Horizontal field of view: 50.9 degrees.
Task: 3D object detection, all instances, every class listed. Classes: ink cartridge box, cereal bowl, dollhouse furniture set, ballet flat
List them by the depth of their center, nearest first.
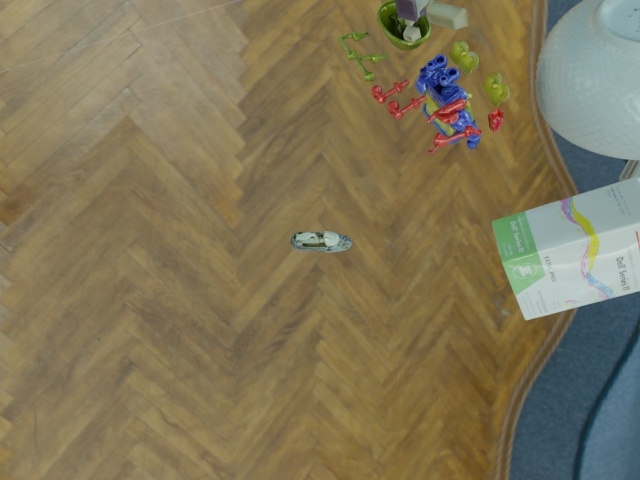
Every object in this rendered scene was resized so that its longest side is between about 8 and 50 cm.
[{"bbox_3d":[0.495,-0.285,1.001,0.339,0.339,0.141,-49,143,-21],"label":"cereal bowl"},{"bbox_3d":[0.187,-0.349,1.023,0.081,0.114,0.091,-51,148,-17],"label":"dollhouse furniture set"},{"bbox_3d":[0.000,0.000,1.220,0.115,0.041,0.041,-1,101,5],"label":"ballet flat"},{"bbox_3d":[0.540,0.013,1.308,0.119,0.354,0.207,-90,155,-44],"label":"ink cartridge box"}]

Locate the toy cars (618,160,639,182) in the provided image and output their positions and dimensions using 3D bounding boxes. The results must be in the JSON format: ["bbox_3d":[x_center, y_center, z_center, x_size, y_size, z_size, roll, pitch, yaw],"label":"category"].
[{"bbox_3d":[0.695,-0.114,1.556,0.394,0.087,0.176,-38,146,-40],"label":"toy cars"}]

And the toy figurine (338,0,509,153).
[{"bbox_3d":[0.209,-0.275,1.324,0.191,0.362,0.217,-35,151,0],"label":"toy figurine"}]
